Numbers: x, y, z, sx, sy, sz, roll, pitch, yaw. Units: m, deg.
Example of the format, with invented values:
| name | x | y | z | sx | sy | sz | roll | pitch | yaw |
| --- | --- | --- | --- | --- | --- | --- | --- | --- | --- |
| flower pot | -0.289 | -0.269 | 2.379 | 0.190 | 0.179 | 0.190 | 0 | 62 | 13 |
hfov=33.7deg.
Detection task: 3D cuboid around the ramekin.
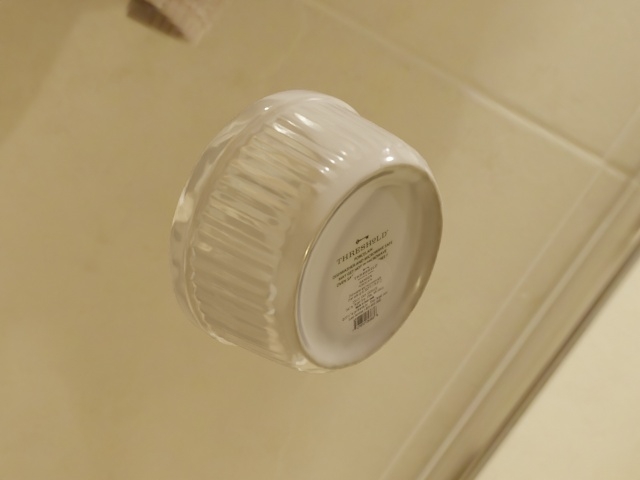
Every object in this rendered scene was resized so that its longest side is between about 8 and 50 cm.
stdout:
| name | x | y | z | sx | sy | sz | roll | pitch | yaw |
| --- | --- | --- | --- | --- | --- | --- | --- | --- | --- |
| ramekin | 0.000 | 0.000 | 0.789 | 0.109 | 0.207 | 0.207 | 27 | 11 | 35 |
